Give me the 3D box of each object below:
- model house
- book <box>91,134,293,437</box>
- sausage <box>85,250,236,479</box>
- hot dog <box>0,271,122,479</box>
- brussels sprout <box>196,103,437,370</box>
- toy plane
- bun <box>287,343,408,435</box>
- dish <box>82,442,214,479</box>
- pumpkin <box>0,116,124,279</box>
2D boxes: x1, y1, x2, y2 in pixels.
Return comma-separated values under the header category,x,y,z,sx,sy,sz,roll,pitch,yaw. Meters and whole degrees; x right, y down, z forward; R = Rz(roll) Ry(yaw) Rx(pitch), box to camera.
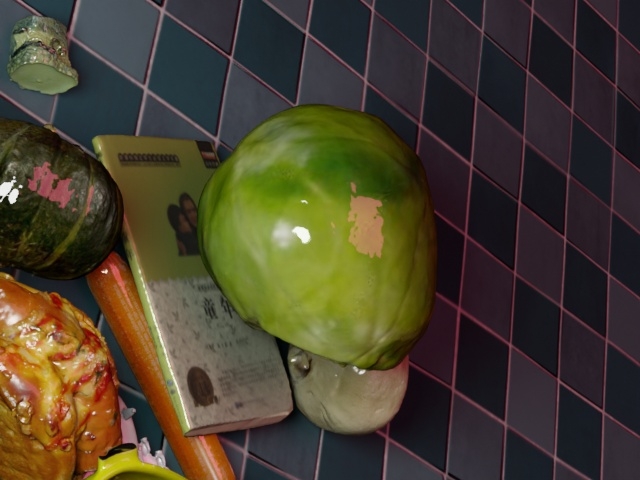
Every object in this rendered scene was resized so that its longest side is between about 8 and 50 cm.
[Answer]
category,x,y,z,sx,sy,sz,roll,pitch,yaw
model house,-0.308,-0.213,1.915,0.079,0.066,0.083,22,57,-47
book,-0.142,0.048,1.983,0.239,0.035,0.352,-2,72,-62
sausage,-0.176,0.157,1.931,0.053,0.053,0.347,-37,104,-51
hot dog,-0.290,0.139,1.715,0.256,0.153,0.150,55,40,-20
brussels sprout,0.000,0.000,1.969,0.344,0.268,0.344,-12,90,-86
toy plane,-0.208,0.246,1.848,0.162,0.065,0.171,1,79,-40
bun,0.022,0.150,2.102,0.113,0.173,0.166,6,101,-35
dish,-0.218,0.336,1.725,0.221,0.108,0.262,31,72,-43
pumpkin,-0.301,-0.046,1.731,0.224,0.224,0.157,29,80,-41
